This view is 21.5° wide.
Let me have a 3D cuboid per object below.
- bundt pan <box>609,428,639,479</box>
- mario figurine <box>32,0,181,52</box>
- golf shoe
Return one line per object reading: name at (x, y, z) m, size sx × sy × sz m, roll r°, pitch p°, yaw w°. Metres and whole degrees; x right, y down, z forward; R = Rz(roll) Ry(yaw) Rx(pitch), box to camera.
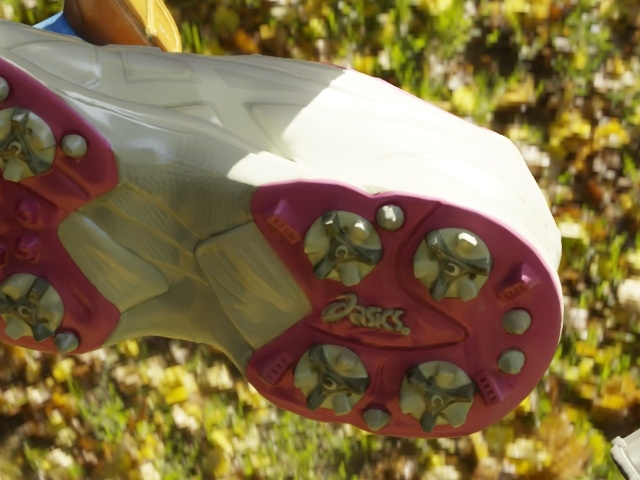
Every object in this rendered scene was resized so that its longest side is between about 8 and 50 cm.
bundt pan at (0.363, 0.234, 1.211) m, size 0.124 × 0.331 × 0.331 m, roll -42°, pitch 61°, yaw 8°
mario figurine at (-0.233, -0.042, 0.824) m, size 0.320 × 0.170 × 0.198 m, roll -21°, pitch 24°, yaw 15°
golf shoe at (-0.056, -0.023, 0.630) m, size 0.306 × 0.115 × 0.140 m, roll 19°, pitch 31°, yaw 5°
